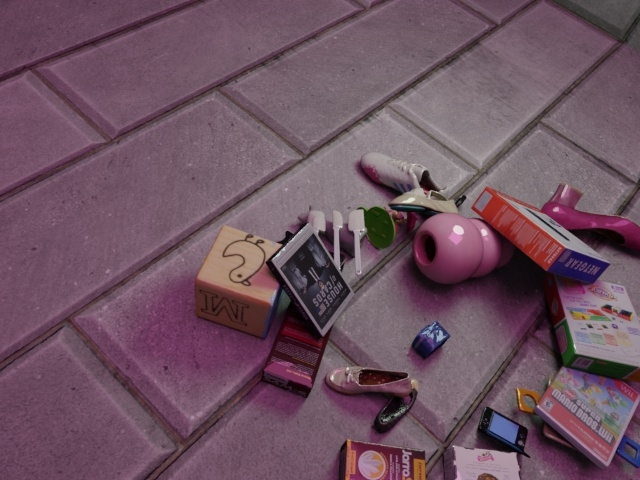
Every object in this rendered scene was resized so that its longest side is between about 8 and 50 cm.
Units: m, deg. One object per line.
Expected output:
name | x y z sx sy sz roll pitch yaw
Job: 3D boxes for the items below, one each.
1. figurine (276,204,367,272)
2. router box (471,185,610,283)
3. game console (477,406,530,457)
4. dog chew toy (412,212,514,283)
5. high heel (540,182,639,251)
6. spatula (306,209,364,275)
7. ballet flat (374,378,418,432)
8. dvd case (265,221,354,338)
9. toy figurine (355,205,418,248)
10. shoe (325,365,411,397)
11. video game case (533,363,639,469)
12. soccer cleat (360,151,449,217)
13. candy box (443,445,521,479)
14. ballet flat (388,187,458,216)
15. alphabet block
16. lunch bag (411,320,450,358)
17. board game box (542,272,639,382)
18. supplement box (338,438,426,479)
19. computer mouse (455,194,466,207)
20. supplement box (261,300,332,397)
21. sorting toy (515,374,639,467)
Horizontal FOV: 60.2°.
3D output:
figurine | 0.000 0.000 1.617 0.209 0.092 0.215 29 53 14
router box | 0.647 -0.013 1.618 0.335 0.082 0.301 12 28 -44
game console | 0.463 0.474 1.371 0.122 0.071 0.107 28 51 9
dog chew toy | 0.436 0.021 1.622 0.331 0.207 0.207 -1 54 -29
high heel | 0.902 -0.019 1.828 0.377 0.127 0.181 32 83 7
spatula | 0.041 0.002 1.557 0.168 0.019 0.242 2 50 0
ballet flat | 0.197 0.411 1.378 0.057 0.049 0.173 37 56 14
dvd case | -0.020 0.098 1.394 0.239 0.029 0.179 57 45 -15
toy figurine | 0.219 -0.064 1.709 0.159 0.130 0.173 -16 34 -37
shoe | 0.120 0.345 1.385 0.218 0.058 0.077 4 45 7
video game case | 0.699 0.423 1.436 0.204 0.025 0.285 41 48 19
soccer cleat | 0.278 -0.215 1.787 0.331 0.143 0.116 38 56 17
candy box | 0.378 0.589 1.274 0.164 0.070 0.196 9 54 -5
ballet flat | 0.307 -0.114 1.645 0.248 0.086 0.086 10 51 -29
alphabet block | -0.196 0.109 1.427 0.197 0.193 0.192 18 51 2
lunch bag | 0.298 0.263 1.494 0.098 0.067 0.065 -30 66 -30
board game box | 0.792 0.238 1.581 0.242 0.064 0.317 13 42 -2
supplement box | 0.140 0.528 1.262 0.188 0.081 0.104 9 53 -5
computer mouse | 0.394 -0.078 1.759 0.041 0.071 0.242 40 55 8
supplement box | -0.050 0.264 1.418 0.130 0.073 0.240 20 52 3
sorting toy | 0.664 0.466 1.438 0.347 0.047 0.196 24 47 3
